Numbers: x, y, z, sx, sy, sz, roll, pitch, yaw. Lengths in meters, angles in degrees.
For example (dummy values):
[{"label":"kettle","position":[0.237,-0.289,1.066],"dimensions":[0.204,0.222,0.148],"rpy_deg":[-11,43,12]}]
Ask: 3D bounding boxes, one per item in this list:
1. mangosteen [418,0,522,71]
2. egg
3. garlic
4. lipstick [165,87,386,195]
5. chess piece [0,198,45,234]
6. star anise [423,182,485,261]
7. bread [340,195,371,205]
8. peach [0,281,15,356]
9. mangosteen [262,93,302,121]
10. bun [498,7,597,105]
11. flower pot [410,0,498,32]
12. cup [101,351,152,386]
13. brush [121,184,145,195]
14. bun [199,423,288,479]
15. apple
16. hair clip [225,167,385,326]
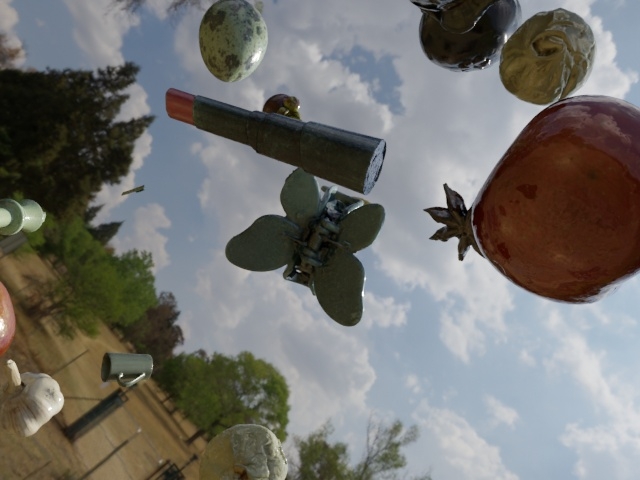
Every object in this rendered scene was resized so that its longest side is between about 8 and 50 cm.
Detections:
[{"label":"mangosteen","position":[0.396,-0.599,1.385],"dimensions":[0.287,0.288,0.233],"rpy_deg":[34,-10,36]},{"label":"egg","position":[-0.170,-0.384,0.992],"dimensions":[0.132,0.172,0.132],"rpy_deg":[5,-20,2]},{"label":"garlic","position":[-0.862,0.436,1.477],"dimensions":[0.199,0.199,0.226],"rpy_deg":[33,-45,37]},{"label":"lipstick","position":[-0.053,-0.109,0.499],"dimensions":[0.234,0.053,0.053],"rpy_deg":[22,-33,15]},{"label":"chess piece","position":[-0.352,-0.025,0.567],"dimensions":[0.059,0.059,0.149],"rpy_deg":[54,3,-3]},{"label":"star anise","position":[0.418,-0.043,1.429],"dimensions":[0.288,0.088,0.288],"rpy_deg":[28,-36,23]},{"label":"bread","position":[0.125,-0.055,1.799],"dimensions":[0.197,0.197,0.170],"rpy_deg":[45,9,16]},{"label":"peach","position":[-0.688,0.153,0.935],"dimensions":[0.231,0.231,0.231],"rpy_deg":[40,-27,26]},{"label":"mangosteen","position":[-0.150,-0.488,1.992],"dimensions":[0.181,0.145,0.156],"rpy_deg":[-114,-158,-51]},{"label":"bun","position":[0.441,-0.352,0.988],"dimensions":[0.183,0.102,0.184],"rpy_deg":[4,-77,18]},{"label":"flower pot","position":[0.270,-0.576,0.991],"dimensions":[0.213,0.302,0.301],"rpy_deg":[32,-17,-21]},{"label":"cup","position":[-0.364,0.242,0.973],"dimensions":[0.075,0.083,0.055],"rpy_deg":[2,-97,52]},{"label":"brush","position":[-0.540,-0.143,1.483],"dimensions":[0.083,0.016,0.013],"rpy_deg":[-13,-46,19]},{"label":"bun","position":[-0.187,0.562,1.256],"dimensions":[0.220,0.220,0.134],"rpy_deg":[52,-13,1]},{"label":"apple","position":[0.323,-0.045,0.650],"dimensions":[0.216,0.260,0.260],"rpy_deg":[44,-26,18]},{"label":"hair clip","position":[0.000,0.000,1.387],"dimensions":[0.392,0.318,0.238],"rpy_deg":[27,3,10]}]
